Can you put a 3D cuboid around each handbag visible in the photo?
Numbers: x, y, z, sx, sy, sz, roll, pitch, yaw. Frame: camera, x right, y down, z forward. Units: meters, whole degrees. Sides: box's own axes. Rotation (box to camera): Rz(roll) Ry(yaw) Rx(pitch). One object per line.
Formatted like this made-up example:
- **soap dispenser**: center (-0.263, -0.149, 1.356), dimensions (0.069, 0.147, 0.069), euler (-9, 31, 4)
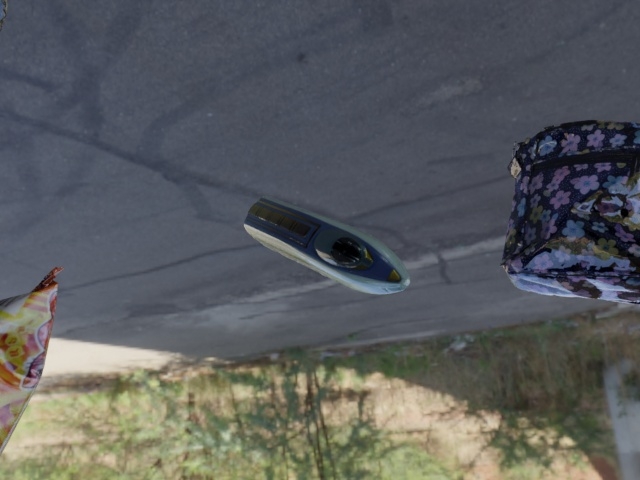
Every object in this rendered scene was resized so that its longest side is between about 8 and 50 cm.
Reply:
- **handbag**: center (0.320, -0.035, 0.780), dimensions (0.228, 0.208, 0.127), euler (2, 158, 34)

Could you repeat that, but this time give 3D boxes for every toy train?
- **toy train**: center (0.001, 0.000, 0.675), dimensions (0.048, 0.055, 0.252), euler (45, 167, -31)

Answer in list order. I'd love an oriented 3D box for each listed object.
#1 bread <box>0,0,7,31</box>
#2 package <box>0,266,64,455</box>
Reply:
- **bread**: center (-0.429, -0.335, 0.549), dimensions (0.404, 0.242, 0.345), euler (-3, 172, -31)
- **package**: center (-0.333, 0.154, 0.580), dimensions (0.223, 0.288, 0.108), euler (-13, 137, 46)
